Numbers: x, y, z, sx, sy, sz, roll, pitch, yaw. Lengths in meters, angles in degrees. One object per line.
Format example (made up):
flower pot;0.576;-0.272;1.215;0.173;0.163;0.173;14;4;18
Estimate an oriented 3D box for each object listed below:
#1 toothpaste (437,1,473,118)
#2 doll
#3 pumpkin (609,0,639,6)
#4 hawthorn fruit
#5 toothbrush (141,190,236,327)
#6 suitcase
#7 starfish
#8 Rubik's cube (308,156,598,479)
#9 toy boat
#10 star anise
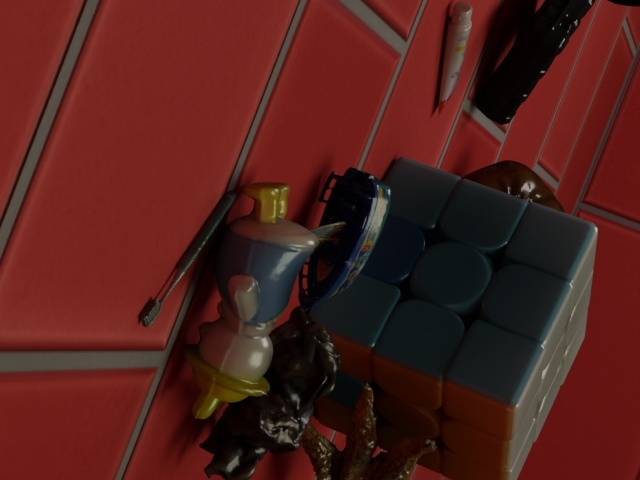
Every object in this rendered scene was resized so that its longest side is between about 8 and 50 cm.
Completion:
toothpaste;0.177;-0.241;1.973;0.190;0.031;0.048;95;20;-52
doll;-0.070;0.062;1.443;0.241;0.098;0.135;-69;-157;9
pumpkin;0.496;-0.500;2.392;0.250;0.216;0.250;179;-90;-83
hawthorn fruit;0.278;-0.009;2.345;0.199;0.199;0.251;-61;178;-23
toothbrush;-0.121;0.014;1.369;0.167;0.011;0.014;-58;155;-31
suitcase;0.346;-0.319;2.252;0.285;0.066;0.206;-53;178;-42
starfish;0.068;0.301;1.910;0.293;0.301;0.084;87;7;-47
Rubik's cube;0.172;0.116;1.944;0.290;0.291;0.291;-59;161;-27
toy boat;0.000;0.000;1.655;0.110;0.091;0.175;9;109;-39
star anise;-0.044;0.168;1.577;0.214;0.099;0.220;-42;-167;43
